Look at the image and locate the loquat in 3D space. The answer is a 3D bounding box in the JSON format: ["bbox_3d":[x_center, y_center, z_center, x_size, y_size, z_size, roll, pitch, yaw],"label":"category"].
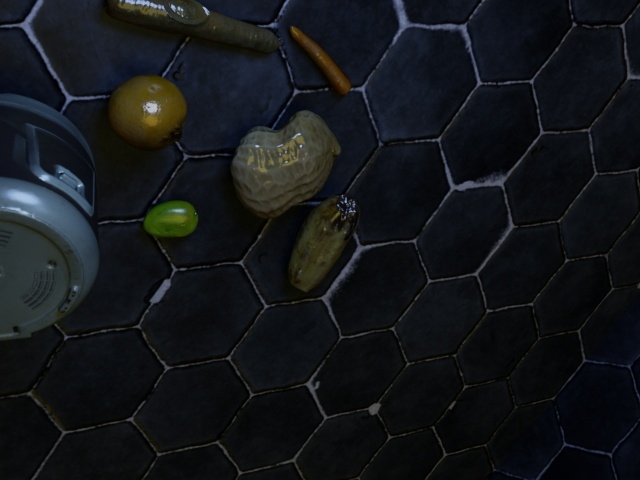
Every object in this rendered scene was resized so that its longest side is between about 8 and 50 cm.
[{"bbox_3d":[-0.300,-0.222,1.489,0.141,0.141,0.141,-14,126,-21],"label":"loquat"}]

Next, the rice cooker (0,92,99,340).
[{"bbox_3d":[-0.507,-0.047,1.361,0.335,0.325,0.335,-8,133,-9],"label":"rice cooker"}]

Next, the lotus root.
[{"bbox_3d":[0.000,0.000,1.829,0.110,0.097,0.258,17,118,-28],"label":"lotus root"}]

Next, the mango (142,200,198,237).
[{"bbox_3d":[-0.291,-0.040,1.661,0.108,0.056,0.073,-17,121,-16],"label":"mango"}]

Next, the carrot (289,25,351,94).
[{"bbox_3d":[-0.002,-0.349,1.640,0.037,0.037,0.190,-44,127,3],"label":"carrot"}]

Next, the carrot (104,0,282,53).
[{"bbox_3d":[-0.205,-0.378,1.486,0.342,0.070,0.070,6,117,-34],"label":"carrot"}]

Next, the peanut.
[{"bbox_3d":[-0.066,-0.152,1.681,0.233,0.110,0.197,-25,129,-10],"label":"peanut"}]
